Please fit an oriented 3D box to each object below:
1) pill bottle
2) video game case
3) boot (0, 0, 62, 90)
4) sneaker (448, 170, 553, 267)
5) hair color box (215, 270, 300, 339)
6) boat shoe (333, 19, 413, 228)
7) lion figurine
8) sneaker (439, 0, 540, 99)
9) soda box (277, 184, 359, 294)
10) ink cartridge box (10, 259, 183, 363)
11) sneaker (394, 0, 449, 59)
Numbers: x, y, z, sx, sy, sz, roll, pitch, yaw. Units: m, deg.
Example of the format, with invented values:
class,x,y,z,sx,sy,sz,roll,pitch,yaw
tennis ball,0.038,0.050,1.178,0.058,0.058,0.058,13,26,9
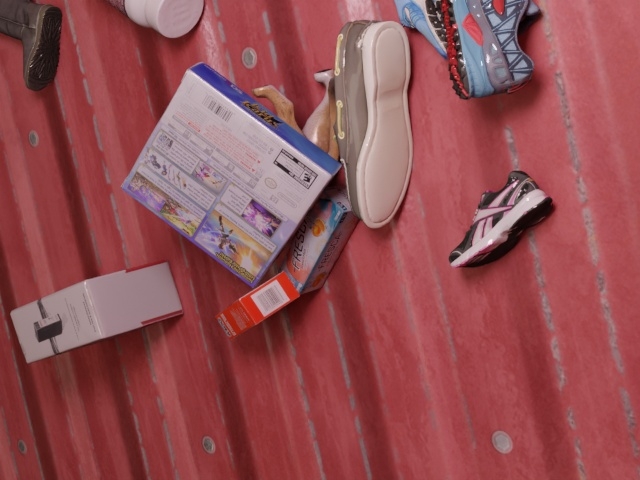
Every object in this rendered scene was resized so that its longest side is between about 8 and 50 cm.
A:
class,x,y,z,sx,sy,sz,roll,pitch,yaw
pill bottle,-0.309,-0.442,1.824,0.221,0.121,0.121,38,123,29
video game case,-0.142,-0.099,1.640,0.269,0.061,0.244,37,119,2
boot,-0.613,-0.415,2.133,0.208,0.076,0.189,21,100,29
sneaker,0.244,-0.030,1.481,0.178,0.072,0.077,-42,60,31
hair color box,-0.107,0.109,1.751,0.053,0.093,0.167,56,156,2
boat shoe,0.071,-0.172,1.562,0.091,0.109,0.305,18,114,44
lion figurine,-0.099,-0.127,1.706,0.392,0.142,0.240,-6,104,38
sneaker,0.226,-0.311,1.413,0.104,0.125,0.262,102,164,-77
soda box,0.000,0.000,1.695,0.058,0.063,0.183,45,126,25
ink cartridge box,-0.428,0.137,2.018,0.273,0.197,0.114,-19,88,43
sneaker,0.150,-0.319,1.501,0.162,0.063,0.073,61,150,17
